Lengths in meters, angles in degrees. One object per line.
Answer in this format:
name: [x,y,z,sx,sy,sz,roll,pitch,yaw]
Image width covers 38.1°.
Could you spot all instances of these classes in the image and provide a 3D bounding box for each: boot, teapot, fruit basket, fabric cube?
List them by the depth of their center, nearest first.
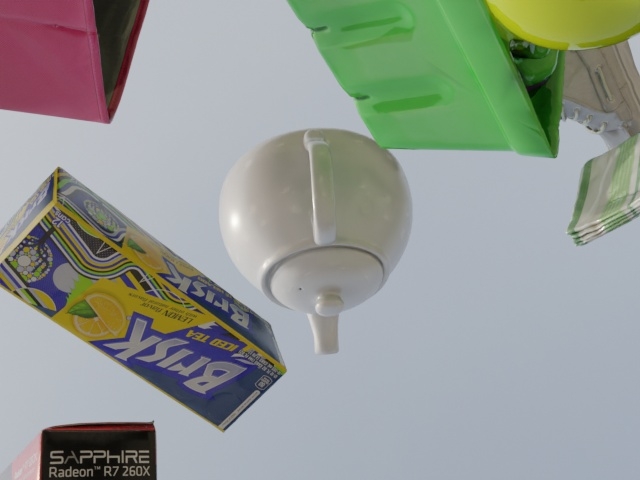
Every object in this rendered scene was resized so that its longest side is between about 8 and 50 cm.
fruit basket: [0.153,-0.254,0.735,0.392,0.392,0.282,19,-130,-6]
fabric cube: [-0.307,-0.292,0.869,0.258,0.259,0.254,7,-126,-2]
boot: [0.288,-0.155,1.027,0.123,0.095,0.258,-32,-72,-10]
teapot: [0.000,0.000,1.095,0.256,0.253,0.187,26,-137,-38]

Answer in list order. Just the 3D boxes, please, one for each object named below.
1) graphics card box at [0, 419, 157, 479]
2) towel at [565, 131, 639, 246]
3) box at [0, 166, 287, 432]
graphics card box: [-0.190,0.340,0.686,0.094,0.233,0.370,5,-114,-27]
towel: [0.295,-0.066,0.869,0.023,0.152,0.113,32,-125,-15]
box: [-0.100,0.037,0.526,0.169,0.059,0.054,40,-169,-28]
